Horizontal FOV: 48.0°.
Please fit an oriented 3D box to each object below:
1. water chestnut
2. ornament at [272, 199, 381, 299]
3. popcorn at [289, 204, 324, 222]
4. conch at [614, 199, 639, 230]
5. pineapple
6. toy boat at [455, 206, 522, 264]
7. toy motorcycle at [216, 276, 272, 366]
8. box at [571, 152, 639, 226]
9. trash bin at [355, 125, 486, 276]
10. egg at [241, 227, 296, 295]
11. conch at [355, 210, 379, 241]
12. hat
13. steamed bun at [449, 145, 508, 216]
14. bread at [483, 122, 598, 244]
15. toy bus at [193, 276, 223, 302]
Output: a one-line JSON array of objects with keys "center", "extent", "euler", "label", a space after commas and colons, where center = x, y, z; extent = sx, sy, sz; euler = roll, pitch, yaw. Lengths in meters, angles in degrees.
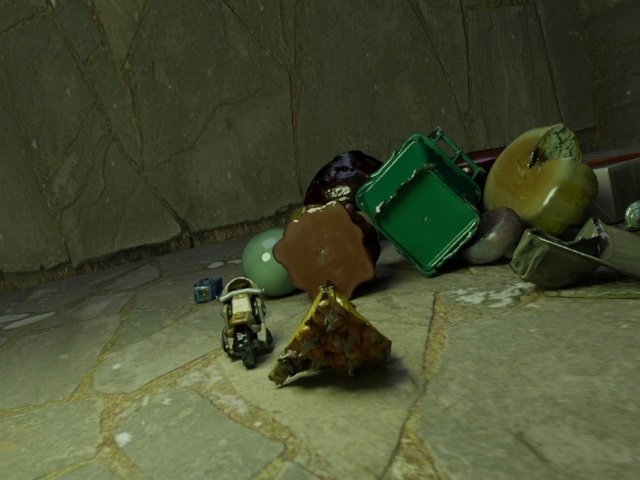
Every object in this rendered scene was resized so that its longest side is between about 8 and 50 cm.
[{"center": [0.112, -0.111, 2.455], "extent": [0.334, 0.347, 0.335], "euler": [-10, -32, -6], "label": "water chestnut"}, {"center": [0.033, 0.016, 1.650], "extent": [0.235, 0.221, 0.217], "euler": [8, 5, 15], "label": "ornament"}, {"center": [0.000, 0.000, 2.072], "extent": [0.225, 0.203, 0.200], "euler": [28, 10, 13], "label": "popcorn"}, {"center": [0.713, -0.046, 1.622], "extent": [0.065, 0.088, 0.180], "euler": [37, 18, 17], "label": "conch"}, {"center": [0.016, 0.161, 1.030], "extent": [0.164, 0.139, 0.250], "euler": [-55, -1, -12], "label": "pineapple"}, {"center": [0.392, -0.001, 1.638], "extent": [0.155, 0.085, 0.227], "euler": [-43, 3, -3], "label": "toy boat"}, {"center": [-0.138, 0.138, 1.270], "extent": [0.093, 0.130, 0.229], "euler": [-9, 7, -2], "label": "toy motorcycle"}, {"center": [0.763, -0.142, 1.935], "extent": [0.341, 0.144, 0.224], "euler": [-19, 9, -40], "label": "box"}, {"center": [0.259, -0.095, 1.736], "extent": [0.295, 0.259, 0.381], "euler": [-46, 7, 12], "label": "trash bin"}, {"center": [-0.106, 0.051, 1.786], "extent": [0.167, 0.168, 0.231], "euler": [-10, 6, 18], "label": "egg"}, {"center": [0.113, -0.023, 2.199], "extent": [0.158, 0.127, 0.255], "euler": [-12, 7, -6], "label": "conch"}, {"center": [0.457, 0.050, 1.230], "extent": [0.214, 0.149, 0.245], "euler": [-7, 38, -35], "label": "hat"}, {"center": [0.478, -0.142, 2.048], "extent": [0.379, 0.235, 0.248], "euler": [-10, 4, 0], "label": "steamed bun"}, {"center": [0.536, -0.123, 1.759], "extent": [0.160, 0.333, 0.333], "euler": [27, -9, -21], "label": "bread"}, {"center": [-0.311, 0.134, 1.989], "extent": [0.061, 0.051, 0.153], "euler": [-6, 7, 4], "label": "toy bus"}]
